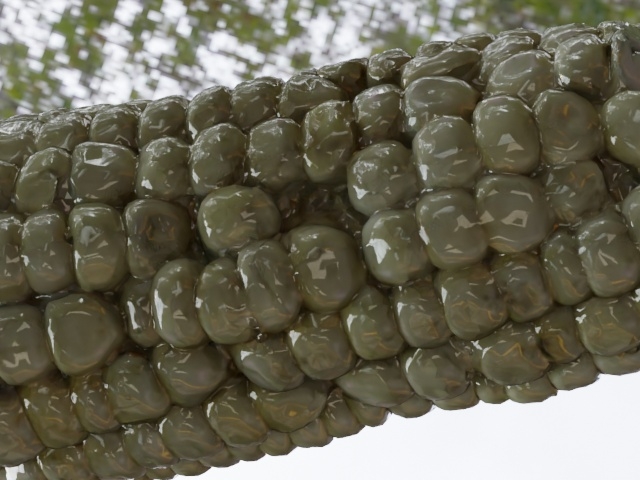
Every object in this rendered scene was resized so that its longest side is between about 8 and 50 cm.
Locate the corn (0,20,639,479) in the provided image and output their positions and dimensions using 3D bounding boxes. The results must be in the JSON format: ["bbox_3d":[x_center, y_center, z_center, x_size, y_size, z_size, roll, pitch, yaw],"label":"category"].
[{"bbox_3d":[0.000,0.000,0.346,0.087,0.211,0.087,-14,-90,-74],"label":"corn"}]
